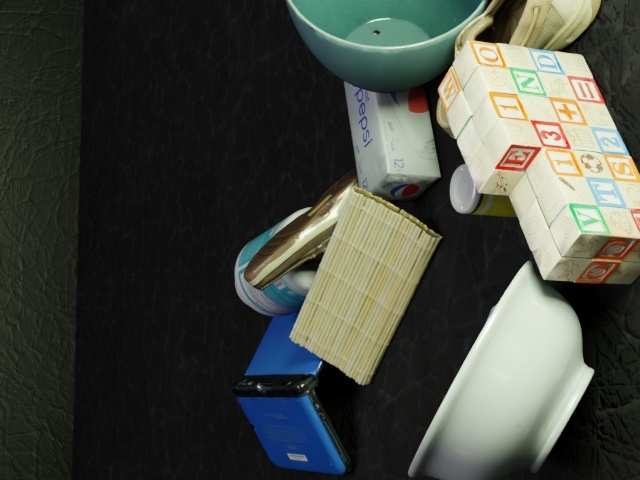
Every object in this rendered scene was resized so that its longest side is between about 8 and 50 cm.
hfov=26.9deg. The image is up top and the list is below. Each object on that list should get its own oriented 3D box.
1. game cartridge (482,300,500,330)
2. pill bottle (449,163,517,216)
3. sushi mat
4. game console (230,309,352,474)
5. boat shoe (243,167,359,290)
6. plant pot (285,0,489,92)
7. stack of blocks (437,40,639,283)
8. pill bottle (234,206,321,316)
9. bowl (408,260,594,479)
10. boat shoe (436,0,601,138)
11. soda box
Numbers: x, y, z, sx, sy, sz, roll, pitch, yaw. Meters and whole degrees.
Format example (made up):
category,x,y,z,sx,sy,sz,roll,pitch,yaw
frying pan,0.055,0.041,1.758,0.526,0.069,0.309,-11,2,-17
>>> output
category,x,y,z,sx,sy,sz,roll,pitch,yaw
game cartridge,0.234,0.105,1.757,0.017,0.056,0.083,38,135,23
pill bottle,0.230,-0.062,1.715,0.065,0.116,0.065,-176,90,-65
sushi mat,0.063,0.074,2.044,0.019,0.151,0.316,-45,-18,-53
game console,-0.015,0.247,2.288,0.250,0.173,0.293,62,155,-7
boat shoe,0.002,0.001,2.074,0.257,0.095,0.095,-40,16,-2
plant pot,0.095,-0.322,1.895,0.195,0.290,0.290,84,173,-59
stack of blocks,0.269,-0.094,1.578,0.087,0.171,0.297,-59,37,44
pill bottle,-0.053,0.044,2.254,0.264,0.146,0.146,-29,61,60
bowl,0.233,0.184,1.593,0.298,0.134,0.298,-57,-11,-17
boat shoe,0.227,-0.251,1.750,0.341,0.110,0.121,-52,42,49
soda box,0.101,-0.205,2.028,0.098,0.091,0.286,134,133,-56
